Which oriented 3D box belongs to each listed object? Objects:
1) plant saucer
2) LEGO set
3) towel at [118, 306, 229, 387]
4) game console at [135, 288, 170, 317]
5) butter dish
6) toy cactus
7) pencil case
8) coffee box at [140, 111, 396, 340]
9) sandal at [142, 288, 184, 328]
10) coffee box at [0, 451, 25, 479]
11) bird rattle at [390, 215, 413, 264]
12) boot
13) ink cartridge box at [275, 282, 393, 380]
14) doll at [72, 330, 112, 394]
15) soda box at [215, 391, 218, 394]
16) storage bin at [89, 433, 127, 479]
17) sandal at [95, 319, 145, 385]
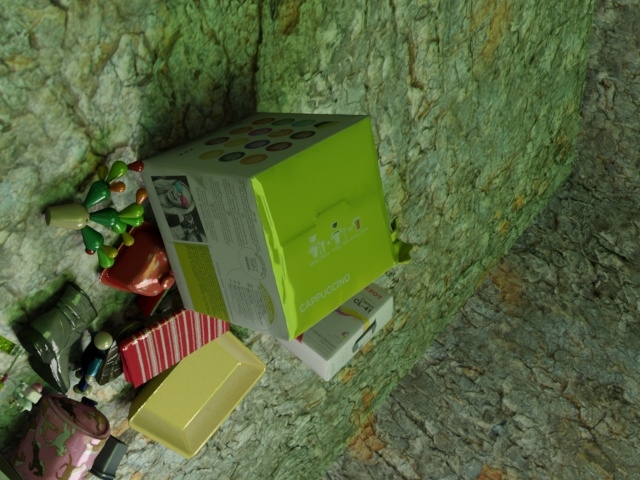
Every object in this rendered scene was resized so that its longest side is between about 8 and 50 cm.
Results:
[{"bbox_3d":[-0.332,0.383,2.090,0.333,0.081,0.332,-49,145,-10],"label":"plant saucer"},{"bbox_3d":[-0.617,0.192,1.403,0.287,0.132,0.107,50,58,-40],"label":"LEGO set"},{"bbox_3d":[-0.330,0.217,1.811,0.275,0.031,0.199,-30,152,-24],"label":"towel"},{"bbox_3d":[-0.340,0.104,1.782,0.085,0.124,0.144,32,93,-37],"label":"game console"},{"bbox_3d":[-0.353,0.059,1.663,0.160,0.118,0.160,-55,153,2],"label":"butter dish"},{"bbox_3d":[-0.418,-0.053,1.474,0.181,0.112,0.219,-1,127,-36],"label":"toy cactus"},{"bbox_3d":[-0.612,0.514,1.704,0.160,0.167,0.386,31,96,-28],"label":"pencil case"},{"bbox_3d":[-0.094,-0.048,1.598,0.338,0.334,0.338,-32,120,-39],"label":"coffee box"},{"bbox_3d":[-0.320,0.150,1.861,0.240,0.088,0.079,-33,147,-23],"label":"sandal"},{"bbox_3d":[-0.614,0.506,1.522,0.119,0.297,0.168,-40,-167,-25],"label":"coffee box"},{"bbox_3d":[0.159,0.011,2.428,0.207,0.253,0.143,-18,97,-22],"label":"bird rattle"},{"bbox_3d":[-0.512,0.203,1.621,0.161,0.083,0.246,-48,158,-32],"label":"boot"},{"bbox_3d":[0.040,0.237,2.412,0.306,0.226,0.131,-43,153,-25],"label":"ink cartridge box"},{"bbox_3d":[-0.484,0.250,1.686,0.046,0.129,0.189,14,137,-22],"label":"doll"},{"bbox_3d":[-0.255,0.388,2.284,0.169,0.060,0.053,-38,148,-30],"label":"soda box"},{"bbox_3d":[-0.528,0.503,1.895,0.091,0.135,0.098,-59,155,-13],"label":"storage bin"},{"bbox_3d":[-0.461,0.245,1.782,0.090,0.060,0.219,-19,151,-42],"label":"sandal"}]
